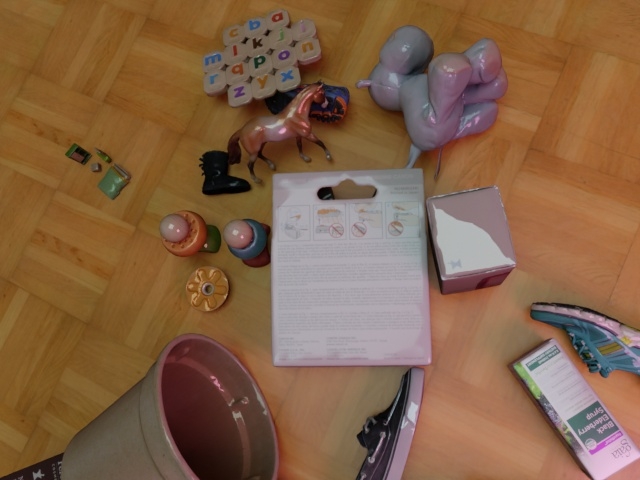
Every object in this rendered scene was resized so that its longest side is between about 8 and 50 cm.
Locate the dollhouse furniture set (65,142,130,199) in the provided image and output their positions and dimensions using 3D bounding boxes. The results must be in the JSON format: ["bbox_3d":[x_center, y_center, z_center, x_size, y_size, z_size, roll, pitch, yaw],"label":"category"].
[{"bbox_3d":[-0.537,-0.174,1.329,0.152,0.058,0.076,39,89,17],"label":"dollhouse furniture set"}]

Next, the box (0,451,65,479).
[{"bbox_3d":[-0.529,0.534,1.109,0.203,0.167,0.168,-23,68,4],"label":"box"}]

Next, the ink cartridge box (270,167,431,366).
[{"bbox_3d":[0.058,0.056,1.106,0.308,0.091,0.384,-2,83,6],"label":"ink cartridge box"}]

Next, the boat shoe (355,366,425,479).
[{"bbox_3d":[0.121,0.380,1.054,0.102,0.108,0.301,17,89,13],"label":"boat shoe"}]

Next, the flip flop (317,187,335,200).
[{"bbox_3d":[0.000,0.000,1.175,0.112,0.080,0.277,-14,91,12],"label":"flip flop"}]

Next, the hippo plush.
[{"bbox_3d":[0.224,-0.313,1.153,0.236,0.234,0.294,48,134,34],"label":"hippo plush"}]

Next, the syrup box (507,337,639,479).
[{"bbox_3d":[0.453,0.303,1.000,0.093,0.096,0.236,-34,73,3],"label":"syrup box"}]

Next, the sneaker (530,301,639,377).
[{"bbox_3d":[0.515,0.192,1.011,0.275,0.107,0.110,26,94,16],"label":"sneaker"}]

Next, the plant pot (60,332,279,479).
[{"bbox_3d":[-0.298,0.397,1.046,0.306,0.334,0.333,-33,73,15],"label":"plant pot"}]

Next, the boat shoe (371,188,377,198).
[{"bbox_3d":[0.123,-0.041,1.158,0.060,0.064,0.178,22,81,17],"label":"boat shoe"}]

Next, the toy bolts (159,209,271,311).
[{"bbox_3d":[-0.222,0.030,1.167,0.229,0.158,0.218,-11,76,10],"label":"toy bolts"}]

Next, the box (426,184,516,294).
[{"bbox_3d":[0.273,0.008,1.028,0.127,0.232,0.148,-11,76,9],"label":"box"}]

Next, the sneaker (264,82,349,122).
[{"bbox_3d":[-0.031,-0.318,1.250,0.221,0.083,0.087,14,46,23],"label":"sneaker"}]

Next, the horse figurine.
[{"bbox_3d":[-0.093,-0.222,1.189,0.263,0.174,0.066,-15,42,8],"label":"horse figurine"}]

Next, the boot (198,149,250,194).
[{"bbox_3d":[-0.220,-0.158,1.269,0.121,0.045,0.099,-4,72,9],"label":"boot"}]

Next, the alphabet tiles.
[{"bbox_3d":[-0.140,-0.425,1.283,0.284,0.021,0.277,-17,58,8],"label":"alphabet tiles"}]
